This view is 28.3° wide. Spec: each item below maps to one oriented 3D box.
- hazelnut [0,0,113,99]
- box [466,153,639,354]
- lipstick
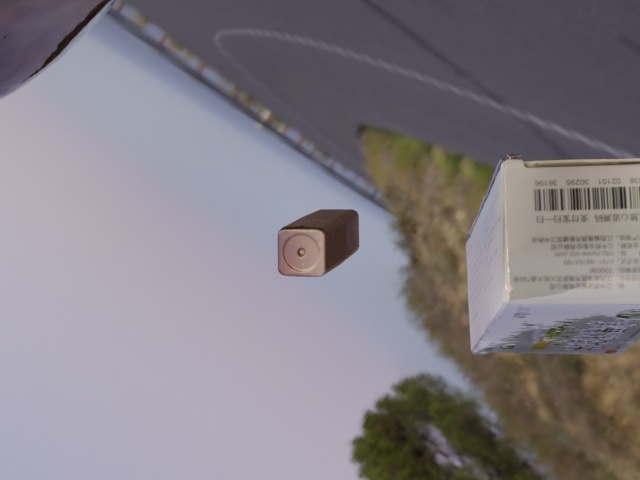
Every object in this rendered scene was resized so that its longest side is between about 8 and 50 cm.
[{"bbox_3d":[-0.297,-0.293,1.064,0.359,0.409,0.359,18,135,19],"label":"hazelnut"},{"bbox_3d":[0.251,0.024,1.295,0.173,0.145,0.333,-1,166,0],"label":"box"},{"bbox_3d":[0.000,0.000,1.144,0.045,0.045,0.145,-1,-172,13],"label":"lipstick"}]
